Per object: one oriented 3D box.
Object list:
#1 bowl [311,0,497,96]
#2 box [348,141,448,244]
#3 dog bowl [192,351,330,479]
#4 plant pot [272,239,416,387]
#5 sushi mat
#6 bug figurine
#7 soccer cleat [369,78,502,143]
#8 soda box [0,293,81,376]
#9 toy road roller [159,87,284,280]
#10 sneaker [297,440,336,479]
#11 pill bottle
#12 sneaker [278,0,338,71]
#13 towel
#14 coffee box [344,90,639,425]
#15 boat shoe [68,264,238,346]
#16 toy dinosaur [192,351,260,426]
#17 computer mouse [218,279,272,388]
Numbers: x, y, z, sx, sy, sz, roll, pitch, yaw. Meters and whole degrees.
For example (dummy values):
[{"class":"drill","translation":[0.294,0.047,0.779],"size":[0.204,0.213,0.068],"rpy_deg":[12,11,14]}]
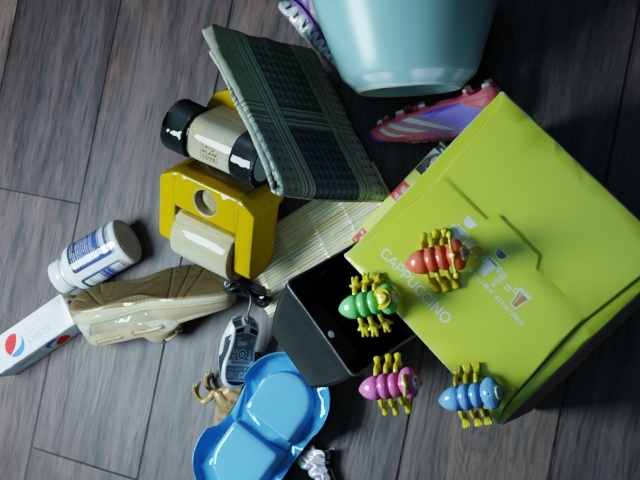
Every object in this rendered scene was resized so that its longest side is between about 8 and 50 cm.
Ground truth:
[{"class":"bowl","translation":[0.144,-0.326,1.620],"size":[0.311,0.311,0.163],"rpy_deg":[-3,93,20]},{"class":"box","translation":[0.157,-0.058,1.692],"size":[0.087,0.058,0.232],"rpy_deg":[46,105,7]},{"class":"dog bowl","translation":[-0.097,0.337,1.746],"size":[0.166,0.074,0.297],"rpy_deg":[35,90,15]},{"class":"plant pot","translation":[0.025,0.143,1.666],"size":[0.188,0.187,0.167],"rpy_deg":[55,141,8]},{"class":"sushi mat","translation":[0.000,0.000,1.790],"size":[0.316,0.019,0.151],"rpy_deg":[-32,76,15]},{"class":"bug figurine","translation":[0.139,0.129,1.347],"size":[0.216,0.072,0.279],"rpy_deg":[-17,81,22]},{"class":"soccer cleat","translation":[0.205,-0.201,1.703],"size":[0.247,0.083,0.095],"rpy_deg":[-17,100,21]},{"class":"soda box","translation":[-0.558,0.188,1.950],"size":[0.216,0.074,0.069],"rpy_deg":[-32,75,15]},{"class":"toy road roller","translation":[-0.141,-0.118,1.776],"size":[0.202,0.240,0.330],"rpy_deg":[25,126,22]},{"class":"sneaker","translation":[0.011,0.396,1.741],"size":[0.098,0.038,0.069],"rpy_deg":[40,100,18]},{"class":"pill bottle","translation":[-0.440,0.036,1.908],"size":[0.169,0.094,0.094],"rpy_deg":[-28,77,16]},{"class":"sneaker","translation":[0.030,-0.377,1.776],"size":[0.104,0.095,0.236],"rpy_deg":[-42,72,4]},{"class":"towel","translation":[-0.045,-0.204,1.657],"size":[0.056,0.312,0.324],"rpy_deg":[-34,72,31]},{"class":"coffee box","translation":[0.302,0.035,1.507],"size":[0.338,0.334,0.338],"rpy_deg":[-46,72,11]},{"class":"boat shoe","translation":[-0.301,0.129,1.852],"size":[0.340,0.122,0.110],"rpy_deg":[-8,118,19]},{"class":"toy dinosaur","translation":[-0.179,0.296,1.807],"size":[0.112,0.064,0.212],"rpy_deg":[24,94,19]},{"class":"computer mouse","translation":[-0.148,0.168,1.769],"size":[0.042,0.106,0.193],"rpy_deg":[14,91,46]}]
